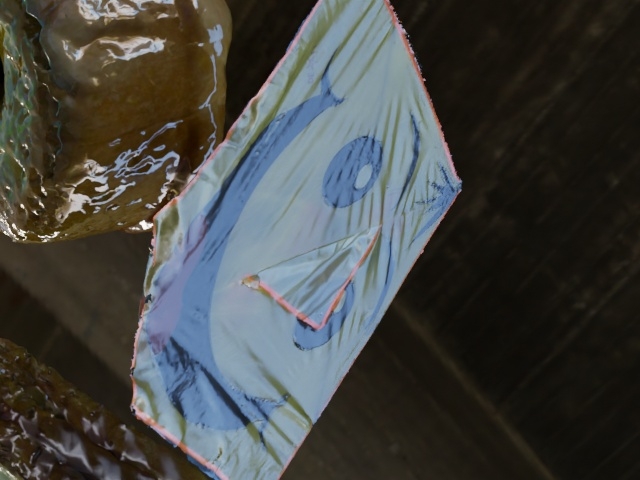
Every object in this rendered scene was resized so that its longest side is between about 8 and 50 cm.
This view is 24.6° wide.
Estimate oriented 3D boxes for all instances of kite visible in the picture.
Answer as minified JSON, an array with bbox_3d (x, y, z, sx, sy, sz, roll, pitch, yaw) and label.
[{"bbox_3d":[0.002,0.001,0.884,0.013,0.327,0.378,25,-63,30],"label":"kite"}]

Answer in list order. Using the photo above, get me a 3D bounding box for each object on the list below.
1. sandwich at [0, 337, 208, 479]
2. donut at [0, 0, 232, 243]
[{"bbox_3d":[-0.206,0.235,1.120,0.271,0.099,0.301,34,-46,-5],"label":"sandwich"},{"bbox_3d":[-0.192,-0.149,0.998,0.317,0.150,0.299,22,-60,47],"label":"donut"}]
